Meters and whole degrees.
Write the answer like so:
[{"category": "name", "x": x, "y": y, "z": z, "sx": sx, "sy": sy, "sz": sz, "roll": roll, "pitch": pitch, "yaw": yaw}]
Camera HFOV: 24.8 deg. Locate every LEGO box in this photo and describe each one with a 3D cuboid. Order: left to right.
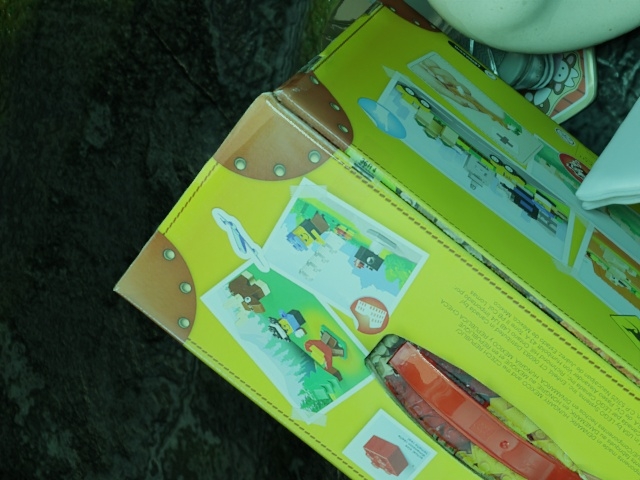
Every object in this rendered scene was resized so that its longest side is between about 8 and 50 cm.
[{"category": "LEGO box", "x": 0.151, "y": 0.063, "z": 1.110, "sx": 0.500, "sy": 0.372, "sz": 0.193, "roll": 39, "pitch": 115, "yaw": -1}]

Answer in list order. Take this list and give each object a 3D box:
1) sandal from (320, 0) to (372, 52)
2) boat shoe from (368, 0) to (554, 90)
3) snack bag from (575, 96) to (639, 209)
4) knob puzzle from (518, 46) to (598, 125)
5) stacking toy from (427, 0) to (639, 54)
[{"category": "sandal", "x": 0.083, "y": -0.257, "z": 1.476, "sx": 0.090, "sy": 0.060, "sz": 0.219, "roll": 34, "pitch": 102, "yaw": 20}, {"category": "boat shoe", "x": 0.102, "y": -0.263, "z": 1.391, "sx": 0.320, "sy": 0.103, "sz": 0.118, "roll": 51, "pitch": 117, "yaw": 21}, {"category": "snack bag", "x": 0.397, "y": -0.122, "z": 1.082, "sx": 0.342, "sy": 0.323, "sz": 0.037, "roll": -5, "pitch": 119, "yaw": 36}, {"category": "knob puzzle", "x": 0.185, "y": -0.183, "z": 1.418, "sx": 0.213, "sy": 0.030, "sz": 0.213, "roll": 6, "pitch": 100, "yaw": 38}, {"category": "stacking toy", "x": 0.149, "y": -0.424, "z": 1.296, "sx": 0.350, "sy": 0.351, "sz": 0.480, "roll": -60, "pitch": 42, "yaw": 28}]
